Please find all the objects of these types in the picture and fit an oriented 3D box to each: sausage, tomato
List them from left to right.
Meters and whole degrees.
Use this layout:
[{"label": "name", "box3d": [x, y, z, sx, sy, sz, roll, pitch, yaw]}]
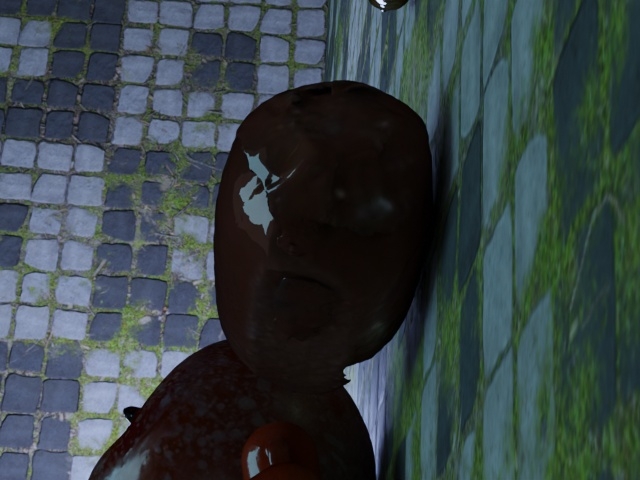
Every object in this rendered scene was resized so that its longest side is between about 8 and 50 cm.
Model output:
[{"label": "tomato", "box3d": [-0.072, 0.227, 1.239, 0.270, 0.227, 0.270, -43, -18, -18]}, {"label": "sausage", "box3d": [0.000, 0.000, 0.977, 0.280, 0.152, 0.152, 98, 175, -57]}]

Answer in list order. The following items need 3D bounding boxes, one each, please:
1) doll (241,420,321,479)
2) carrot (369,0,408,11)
[{"label": "doll", "box3d": [-0.012, 0.269, 1.026, 0.161, 0.130, 0.290, 81, 177, -72]}, {"label": "carrot", "box3d": [0.055, -0.242, 1.067, 0.342, 0.070, 0.070, 98, 175, -81]}]
